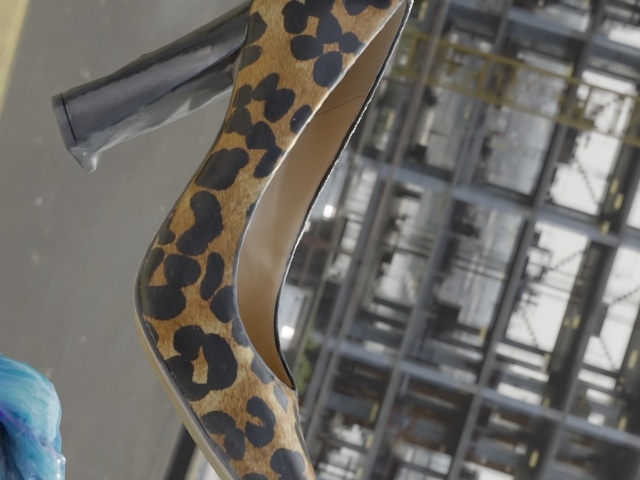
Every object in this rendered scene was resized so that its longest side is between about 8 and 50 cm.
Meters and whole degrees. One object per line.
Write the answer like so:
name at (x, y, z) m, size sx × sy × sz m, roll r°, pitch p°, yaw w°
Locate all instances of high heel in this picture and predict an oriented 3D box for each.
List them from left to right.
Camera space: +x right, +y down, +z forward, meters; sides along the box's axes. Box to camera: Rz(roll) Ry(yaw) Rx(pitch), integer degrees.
high heel at (0.000, 0.000, 0.647) m, size 0.093 × 0.186 × 0.261 m, roll 62°, pitch 3°, yaw -77°

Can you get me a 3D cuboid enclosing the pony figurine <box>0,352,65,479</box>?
pony figurine at (-0.213, -0.072, 0.384) m, size 0.303 × 0.363 × 0.351 m, roll -33°, pitch -143°, yaw 36°
